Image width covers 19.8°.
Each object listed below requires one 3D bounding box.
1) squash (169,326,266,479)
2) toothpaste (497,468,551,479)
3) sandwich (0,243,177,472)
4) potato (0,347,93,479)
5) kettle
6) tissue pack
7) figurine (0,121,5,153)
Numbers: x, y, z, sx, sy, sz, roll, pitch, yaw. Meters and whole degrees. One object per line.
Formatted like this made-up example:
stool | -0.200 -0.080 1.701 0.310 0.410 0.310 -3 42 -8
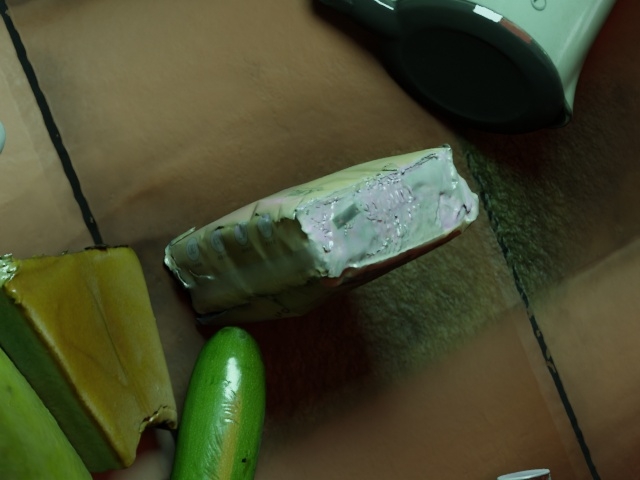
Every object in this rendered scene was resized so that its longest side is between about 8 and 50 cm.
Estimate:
squash | -0.104 0.224 1.781 0.082 0.082 0.293 19 74 -31
toothpaste | 0.249 0.416 2.012 0.100 0.066 0.323 -8 88 -36
sandwich | -0.220 0.112 1.690 0.245 0.063 0.212 -8 82 -64
potato | -0.281 0.266 1.579 0.280 0.212 0.330 40 60 -20
kettle | 0.190 -0.354 2.075 0.361 0.250 0.377 31 63 -6
tissue pack | 0.000 0.000 1.818 0.215 0.256 0.123 -23 95 -37
figurine | -0.472 -0.138 1.549 0.365 0.206 0.218 0 79 -35
